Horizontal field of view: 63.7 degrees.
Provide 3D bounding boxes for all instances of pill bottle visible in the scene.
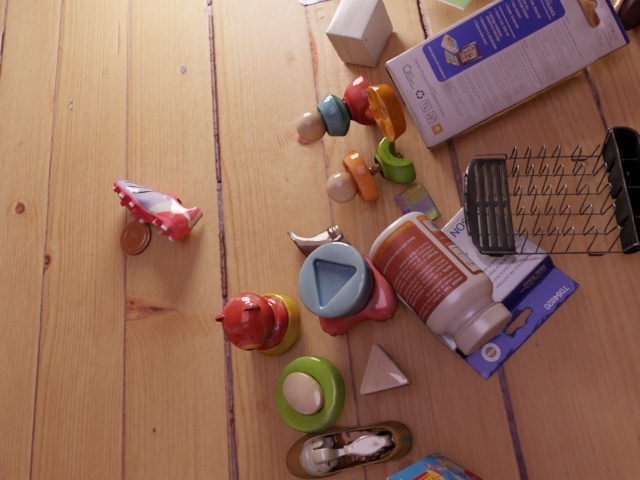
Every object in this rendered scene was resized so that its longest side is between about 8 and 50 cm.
[{"bbox_3d":[0.185,0.067,0.805,0.121,0.121,0.216,-43,63,5],"label":"pill bottle"}]

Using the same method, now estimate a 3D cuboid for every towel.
[{"bbox_3d":[0.180,-0.065,0.961,0.060,0.009,0.083,-33,66,9],"label":"towel"}]

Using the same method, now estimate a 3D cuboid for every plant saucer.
[{"bbox_3d":[-0.426,-0.008,1.183,0.084,0.013,0.083,-6,73,21],"label":"plant saucer"}]

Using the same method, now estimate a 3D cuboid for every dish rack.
[{"bbox_3d":[0.369,-0.071,0.821,0.272,0.074,0.208,-1,64,9],"label":"dish rack"}]

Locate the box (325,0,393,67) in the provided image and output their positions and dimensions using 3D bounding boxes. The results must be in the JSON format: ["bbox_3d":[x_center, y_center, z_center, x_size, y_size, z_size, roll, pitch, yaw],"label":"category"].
[{"bbox_3d":[0.082,-0.430,1.057,0.087,0.102,0.101,21,82,28],"label":"box"}]

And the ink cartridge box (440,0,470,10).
[{"bbox_3d":[0.294,-0.572,1.042,0.171,0.056,0.235,36,93,27],"label":"ink cartridge box"}]

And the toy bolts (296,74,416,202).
[{"bbox_3d":[0.048,-0.199,0.948,0.159,0.218,0.228,-26,59,-2],"label":"toy bolts"}]

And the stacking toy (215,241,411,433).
[{"bbox_3d":[-0.019,0.163,0.875,0.309,0.130,0.279,-31,60,19],"label":"stacking toy"}]

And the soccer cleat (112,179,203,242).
[{"bbox_3d":[-0.370,-0.080,1.157,0.248,0.083,0.095,30,58,31],"label":"soccer cleat"}]

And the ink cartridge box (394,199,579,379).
[{"bbox_3d":[0.265,0.076,0.864,0.223,0.045,0.224,-48,64,3],"label":"ink cartridge box"}]

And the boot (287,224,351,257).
[{"bbox_3d":[0.000,0.000,1.000,0.087,0.042,0.118,-40,65,-1],"label":"boot"}]

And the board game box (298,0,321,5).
[{"bbox_3d":[0.010,-0.616,1.180,0.169,0.033,0.133,-3,73,20],"label":"board game box"}]

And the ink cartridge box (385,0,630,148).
[{"bbox_3d":[0.320,-0.326,0.918,0.371,0.069,0.175,-27,91,15],"label":"ink cartridge box"}]

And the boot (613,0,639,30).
[{"bbox_3d":[0.625,-0.396,0.816,0.248,0.090,0.206,-39,52,6],"label":"boot"}]

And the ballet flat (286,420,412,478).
[{"bbox_3d":[0.035,0.346,0.860,0.232,0.073,0.080,-21,67,15],"label":"ballet flat"}]

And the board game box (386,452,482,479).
[{"bbox_3d":[0.100,0.453,0.675,0.086,0.302,0.308,23,83,26],"label":"board game box"}]
